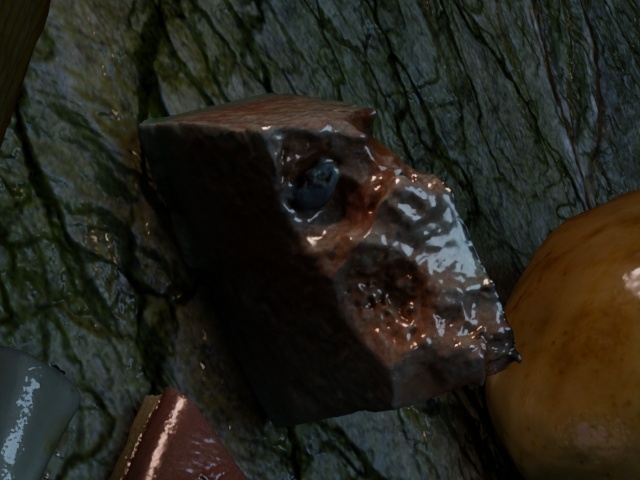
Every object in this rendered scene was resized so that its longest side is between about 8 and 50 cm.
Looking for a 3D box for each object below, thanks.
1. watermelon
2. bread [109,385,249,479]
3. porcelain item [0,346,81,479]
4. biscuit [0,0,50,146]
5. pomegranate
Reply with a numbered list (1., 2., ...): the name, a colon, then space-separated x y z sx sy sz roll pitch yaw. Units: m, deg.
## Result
1. watermelon: -0.015 0.006 1.057 0.151 0.302 0.264 -24 98 -19
2. bread: -0.097 0.199 0.935 0.119 0.067 0.192 29 48 -6
3. porcelain item: -0.199 0.170 0.826 0.084 0.054 0.213 41 43 -34
4. biscuit: -0.201 -0.098 0.767 0.040 0.318 0.318 21 48 -3
5. pomegranate: 0.338 0.150 1.381 0.410 0.410 0.410 29 52 -46
